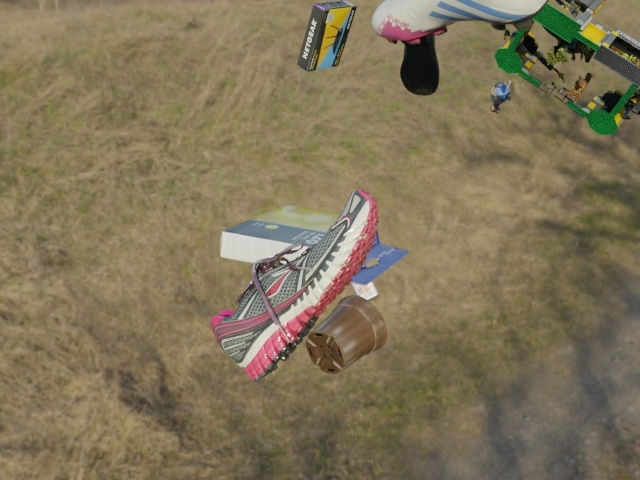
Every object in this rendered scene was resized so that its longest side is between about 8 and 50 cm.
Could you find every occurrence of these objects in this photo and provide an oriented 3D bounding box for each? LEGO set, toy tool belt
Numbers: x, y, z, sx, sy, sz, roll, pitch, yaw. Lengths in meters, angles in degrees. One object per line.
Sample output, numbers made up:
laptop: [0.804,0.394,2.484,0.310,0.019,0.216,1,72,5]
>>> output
LEGO set: [0.519,-0.382,1.406,0.331,0.255,0.192,34,66,18]
toy tool belt: [0.460,-0.368,1.884,0.052,0.083,0.051,30,-31,-16]

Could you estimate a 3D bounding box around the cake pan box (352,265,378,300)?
cake pan box: [0.106,0.072,2.374,0.070,0.267,0.246,-26,-6,0]

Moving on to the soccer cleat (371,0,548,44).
soccer cleat: [0.200,-0.403,1.170,0.331,0.143,0.116,7,55,44]

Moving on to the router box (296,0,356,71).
router box: [0.016,-0.551,1.999,0.133,0.179,0.046,-23,54,-42]

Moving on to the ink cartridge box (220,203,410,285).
ink cartridge box: [0.000,0.000,1.527,0.307,0.072,0.303,8,15,21]

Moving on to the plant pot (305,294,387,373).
plant pot: [0.058,0.251,1.915,0.167,0.167,0.165,13,30,37]

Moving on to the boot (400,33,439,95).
boot: [0.220,-0.432,1.534,0.083,0.246,0.161,11,59,20]

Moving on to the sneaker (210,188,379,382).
sneaker: [-0.033,0.050,0.983,0.112,0.299,0.121,42,12,10]
